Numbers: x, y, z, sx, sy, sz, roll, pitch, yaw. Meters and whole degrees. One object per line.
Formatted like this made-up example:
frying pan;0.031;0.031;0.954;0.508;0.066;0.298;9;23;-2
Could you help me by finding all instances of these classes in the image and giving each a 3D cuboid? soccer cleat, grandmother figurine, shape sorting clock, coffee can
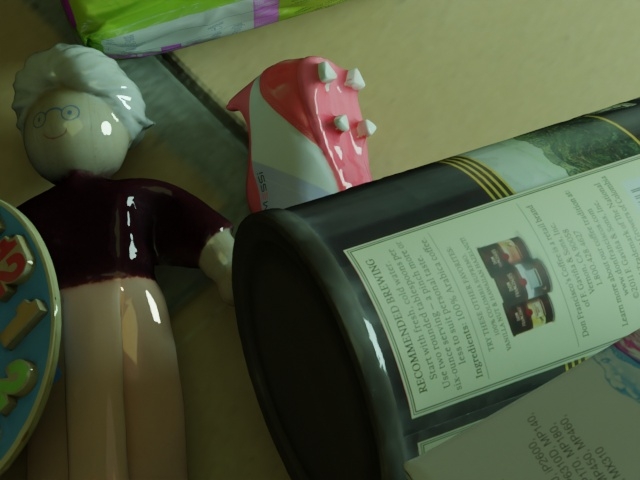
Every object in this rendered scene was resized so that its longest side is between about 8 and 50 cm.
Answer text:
soccer cleat;0.000;0.000;1.266;0.095;0.083;0.248;-20;75;34
grandmother figurine;-0.141;0.032;1.231;0.207;0.104;0.342;-9;70;1
shape sorting clock;-0.242;0.068;1.205;0.206;0.040;0.206;-12;67;29
coffee can;0.113;0.042;1.119;0.275;0.201;0.202;-18;69;-19

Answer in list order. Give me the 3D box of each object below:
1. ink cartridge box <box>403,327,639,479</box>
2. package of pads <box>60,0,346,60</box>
ink cartridge box;0.221;0.130;1.015;0.306;0.226;0.131;-28;57;0
package of pads;-0.053;-0.261;1.321;0.296;0.101;0.229;-17;85;-6
